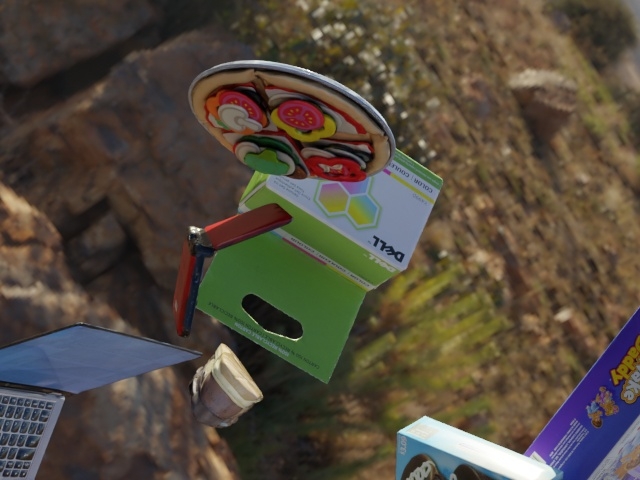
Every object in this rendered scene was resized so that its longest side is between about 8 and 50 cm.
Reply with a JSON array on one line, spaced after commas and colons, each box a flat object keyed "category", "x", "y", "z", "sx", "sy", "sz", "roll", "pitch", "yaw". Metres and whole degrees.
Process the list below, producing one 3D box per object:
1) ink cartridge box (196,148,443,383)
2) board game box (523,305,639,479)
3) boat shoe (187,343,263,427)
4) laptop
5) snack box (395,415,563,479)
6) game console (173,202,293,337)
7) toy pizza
[{"category": "ink cartridge box", "x": 0.000, "y": 0.000, "z": 1.366, "sx": 0.189, "sy": 0.097, "sz": 0.255, "roll": 32, "pitch": 61, "yaw": -12}, {"category": "board game box", "x": 0.398, "y": 0.160, "z": 1.404, "sx": 0.233, "sy": 0.347, "sz": 0.078, "roll": 13, "pitch": 26, "yaw": -52}, {"category": "boat shoe", "x": -0.143, "y": 0.214, "z": 1.751, "sx": 0.103, "sy": 0.092, "sz": 0.285, "roll": 53, "pitch": -5, "yaw": -1}, {"category": "laptop", "x": -0.424, "y": 0.301, "z": 1.846, "sx": 0.236, "sy": 0.407, "sz": 0.382, "roll": 19, "pitch": -4, "yaw": 24}, {"category": "snack box", "x": 0.171, "y": 0.380, "z": 1.405, "sx": 0.060, "sy": 0.187, "sz": 0.321, "roll": -22, "pitch": 120, "yaw": -46}, {"category": "game console", "x": -0.084, "y": 0.024, "z": 1.140, "sx": 0.085, "sy": 0.124, "sz": 0.144, "roll": 10, "pitch": 5, "yaw": -9}, {"category": "toy pizza", "x": -0.030, "y": -0.100, "z": 1.147, "sx": 0.201, "sy": 0.201, "sz": 0.032, "roll": 38, "pitch": 59, "yaw": -42}]
